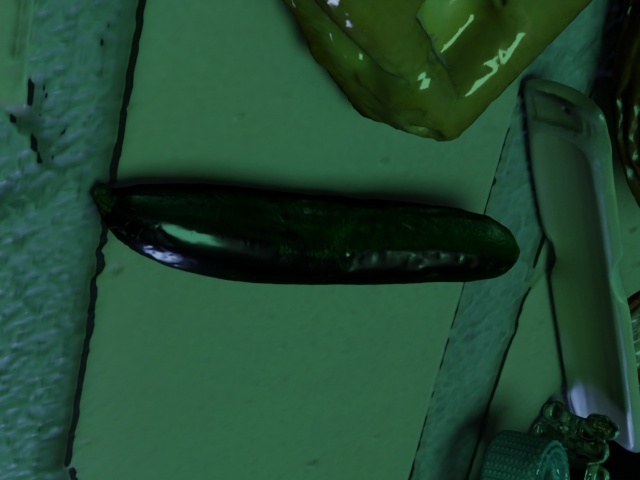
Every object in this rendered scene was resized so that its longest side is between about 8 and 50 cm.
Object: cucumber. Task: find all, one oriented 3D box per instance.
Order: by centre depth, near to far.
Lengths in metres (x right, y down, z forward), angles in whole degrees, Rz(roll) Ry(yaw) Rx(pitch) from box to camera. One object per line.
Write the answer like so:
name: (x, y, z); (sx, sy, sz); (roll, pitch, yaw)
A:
cucumber: (0.000, 0.000, 0.984); (0.284, 0.056, 0.056); (5, 118, -37)

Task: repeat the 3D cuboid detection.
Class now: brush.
brush: (0.181, 0.018, 1.147); (0.050, 0.060, 0.321); (-43, 140, -24)

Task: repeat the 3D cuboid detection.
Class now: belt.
belt: (0.148, 0.209, 1.218); (0.100, 0.065, 0.179); (-19, 116, -49)

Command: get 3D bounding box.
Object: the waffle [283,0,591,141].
waffle: (0.103, -0.237, 0.868); (0.348, 0.077, 0.304); (-45, 140, -2)

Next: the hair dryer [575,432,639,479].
hair dryer: (0.212, 0.260, 1.260); (0.251, 0.197, 0.089); (-51, 138, 11)

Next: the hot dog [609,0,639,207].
hot dog: (0.276, -0.115, 1.076); (0.196, 0.122, 0.272); (-16, 134, -28)
